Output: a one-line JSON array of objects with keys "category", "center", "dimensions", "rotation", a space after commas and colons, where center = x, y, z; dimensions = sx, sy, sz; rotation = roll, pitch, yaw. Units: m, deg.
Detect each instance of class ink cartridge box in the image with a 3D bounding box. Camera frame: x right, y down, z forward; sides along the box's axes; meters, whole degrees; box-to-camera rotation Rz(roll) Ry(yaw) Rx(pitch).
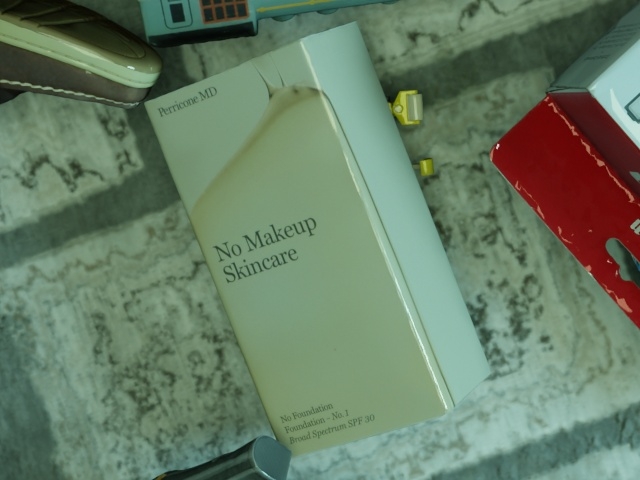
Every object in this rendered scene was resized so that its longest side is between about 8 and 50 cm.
[{"category": "ink cartridge box", "center": [0.330, -0.045, 1.360], "dimensions": [0.272, 0.130, 0.309], "rotation": [-44, 98, -3]}]

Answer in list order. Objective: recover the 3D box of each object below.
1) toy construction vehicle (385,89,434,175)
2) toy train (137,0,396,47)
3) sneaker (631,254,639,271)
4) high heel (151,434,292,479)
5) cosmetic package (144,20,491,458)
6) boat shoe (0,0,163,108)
[{"category": "toy construction vehicle", "center": [0.041, -0.087, 1.484], "dimensions": [0.098, 0.035, 0.086], "rotation": [-7, 95, 13]}, {"category": "toy train", "center": [-0.015, -0.262, 1.410], "dimensions": [0.334, 0.142, 0.190], "rotation": [-8, 124, 0]}, {"category": "sneaker", "center": [0.279, 0.000, 1.455], "dimensions": [0.063, 0.073, 0.162], "rotation": [-24, 94, 6]}, {"category": "high heel", "center": [-0.029, 0.270, 1.482], "dimensions": [0.186, 0.093, 0.261], "rotation": [-29, 116, 38]}, {"category": "cosmetic package", "center": [0.000, 0.000, 1.432], "dimensions": [0.160, 0.113, 0.309], "rotation": [-20, 95, 27]}, {"category": "boat shoe", "center": [-0.294, -0.145, 1.453], "dimensions": [0.342, 0.123, 0.123], "rotation": [15, 107, 10]}]
